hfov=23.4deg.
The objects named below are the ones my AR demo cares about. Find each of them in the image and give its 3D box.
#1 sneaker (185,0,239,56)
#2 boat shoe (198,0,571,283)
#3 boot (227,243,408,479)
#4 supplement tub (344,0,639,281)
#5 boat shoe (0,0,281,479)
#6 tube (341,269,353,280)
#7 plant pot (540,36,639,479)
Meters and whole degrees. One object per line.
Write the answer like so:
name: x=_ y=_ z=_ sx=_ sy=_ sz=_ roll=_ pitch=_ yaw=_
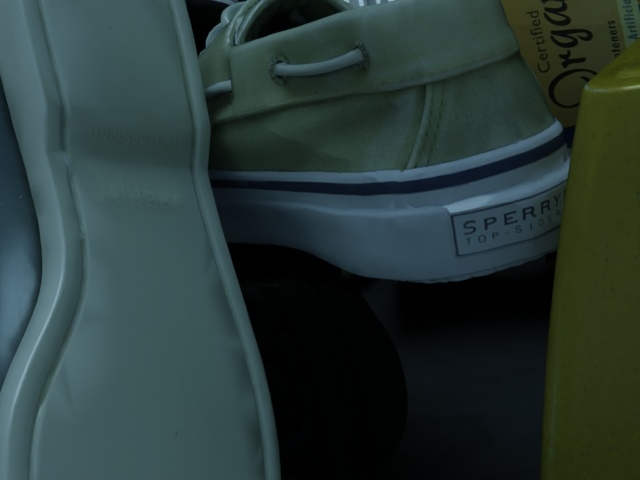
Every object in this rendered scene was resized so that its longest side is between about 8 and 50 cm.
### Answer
sneaker: x=-0.249 y=-0.110 z=0.989 sx=0.447 sy=0.169 sz=0.257 roll=-14 pitch=14 yaw=-17
boat shoe: x=-0.002 y=-0.051 z=0.594 sx=0.109 sy=0.094 sz=0.302 roll=-16 pitch=12 yaw=-26
boot: x=-0.141 y=0.063 z=0.696 sx=0.348 sy=0.131 sz=0.260 roll=-11 pitch=17 yaw=-8
supplement tub: x=0.165 y=-0.103 z=0.842 sx=0.316 sy=0.228 sz=0.228 roll=-12 pitch=15 yaw=7
boat shoe: x=-0.092 y=0.034 z=0.524 sx=0.099 sy=0.319 sz=0.116 roll=-22 pitch=-23 yaw=36
tube: x=0.000 y=0.000 z=0.944 sx=0.070 sy=0.062 sz=0.240 roll=-53 pitch=-7 yaw=38
plant pot: x=0.183 y=0.015 z=0.486 sx=0.212 sy=0.187 sz=0.212 roll=-5 pitch=18 yaw=29
